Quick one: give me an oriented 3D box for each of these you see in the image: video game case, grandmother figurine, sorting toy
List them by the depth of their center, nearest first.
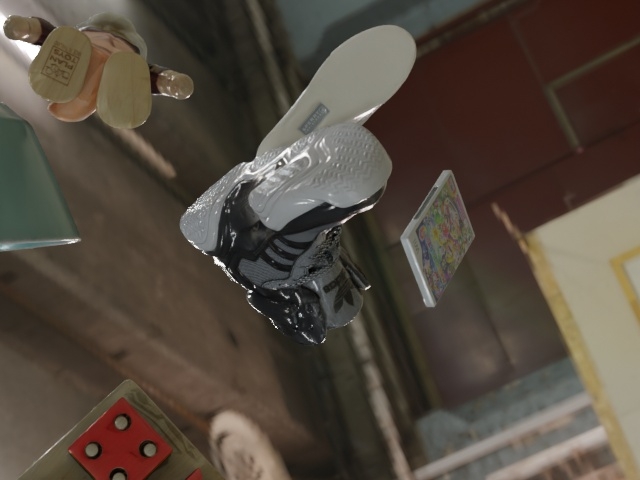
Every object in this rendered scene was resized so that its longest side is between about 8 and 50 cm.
[{"bbox_3d":[0.121,-0.003,1.368,0.122,0.011,0.087,-55,-48,-44],"label":"video game case"},{"bbox_3d":[-0.241,-0.191,1.443,0.207,0.104,0.342,31,-173,-9],"label":"grandmother figurine"},{"bbox_3d":[-0.236,0.340,1.597,0.255,0.257,0.089,46,165,3],"label":"sorting toy"}]

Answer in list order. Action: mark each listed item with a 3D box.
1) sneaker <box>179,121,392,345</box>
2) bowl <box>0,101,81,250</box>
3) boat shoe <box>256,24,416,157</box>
[{"bbox_3d":[0.000,0.000,1.094,0.101,0.268,0.153,-47,-73,-29],"label":"sneaker"},{"bbox_3d":[-0.426,-0.064,1.471,0.311,0.311,0.163,-6,-89,-75],"label":"bowl"},{"bbox_3d":[0.018,-0.121,1.214,0.066,0.184,0.063,39,-165,2],"label":"boat shoe"}]
